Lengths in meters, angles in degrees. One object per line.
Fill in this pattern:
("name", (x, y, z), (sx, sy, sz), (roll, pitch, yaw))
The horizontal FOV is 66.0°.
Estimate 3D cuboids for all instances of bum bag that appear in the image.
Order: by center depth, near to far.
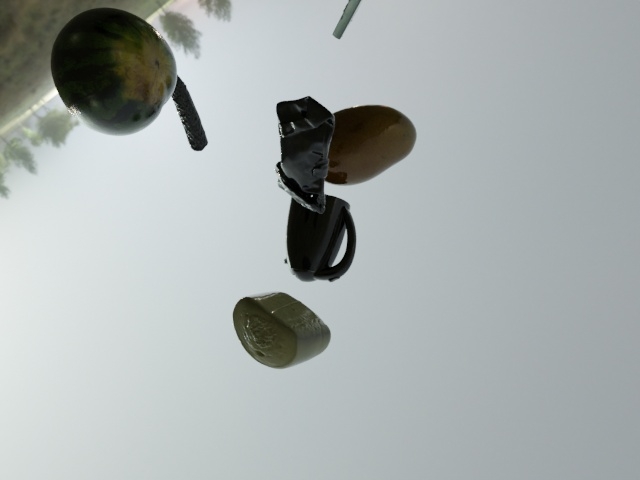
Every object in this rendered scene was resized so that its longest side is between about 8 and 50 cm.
("bum bag", (-0.040, -0.188, 1.102), (0.136, 0.310, 0.074), (22, -132, 14))

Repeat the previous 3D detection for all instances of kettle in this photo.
("kettle", (0.000, 0.000, 1.652), (0.268, 0.207, 0.291), (5, -102, 33))

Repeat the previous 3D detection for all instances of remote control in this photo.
("remote control", (0.146, -0.981, 2.008), (0.145, 0.050, 0.344), (-63, -172, -25))

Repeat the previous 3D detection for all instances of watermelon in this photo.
("watermelon", (-0.447, -0.364, 1.074), (0.268, 0.269, 0.269), (-28, -150, 18))

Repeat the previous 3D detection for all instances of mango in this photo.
("mango", (0.140, -0.320, 1.634), (0.377, 0.264, 0.221), (-14, -135, -6))

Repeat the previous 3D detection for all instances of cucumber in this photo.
("cucumber", (-0.468, -0.453, 1.714), (0.072, 0.300, 0.072), (-8, -139, 7))

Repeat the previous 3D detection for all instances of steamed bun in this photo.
("steamed bun", (-0.111, 0.251, 1.369), (0.250, 0.200, 0.155), (35, -70, 27))
